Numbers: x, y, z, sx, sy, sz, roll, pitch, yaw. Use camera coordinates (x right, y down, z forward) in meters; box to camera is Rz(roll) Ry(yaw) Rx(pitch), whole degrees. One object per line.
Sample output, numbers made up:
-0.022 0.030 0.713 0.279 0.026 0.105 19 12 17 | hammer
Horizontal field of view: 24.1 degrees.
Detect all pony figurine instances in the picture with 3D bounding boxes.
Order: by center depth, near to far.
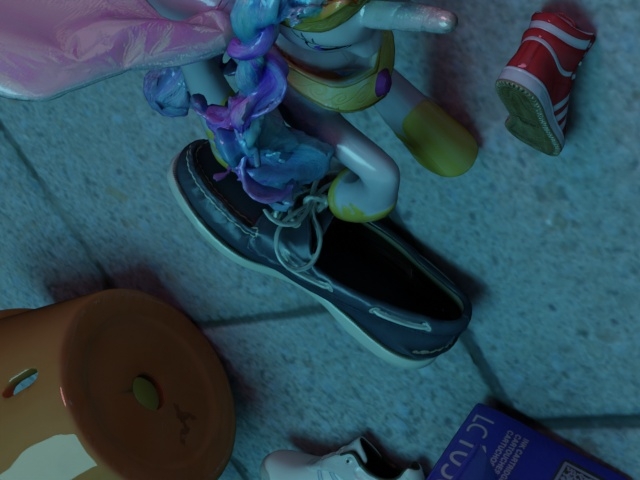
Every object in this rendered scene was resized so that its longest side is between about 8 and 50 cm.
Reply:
-0.062 -0.155 0.884 0.351 0.303 0.363 34 172 15 | pony figurine

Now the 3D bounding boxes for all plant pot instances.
-0.216 0.172 1.366 0.203 0.291 0.291 -33 101 36 | plant pot

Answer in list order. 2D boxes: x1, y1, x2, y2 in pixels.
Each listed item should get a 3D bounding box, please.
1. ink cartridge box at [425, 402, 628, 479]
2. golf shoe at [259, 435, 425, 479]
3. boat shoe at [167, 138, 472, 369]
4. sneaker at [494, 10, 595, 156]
0.108 0.323 1.189 0.151 0.270 0.395 27 141 16 | ink cartridge box
0.024 0.207 1.344 0.176 0.069 0.086 15 115 29 | golf shoe
0.000 0.000 1.120 0.254 0.095 0.079 40 145 3 | boat shoe
0.144 -0.100 0.941 0.042 0.067 0.118 25 170 20 | sneaker
